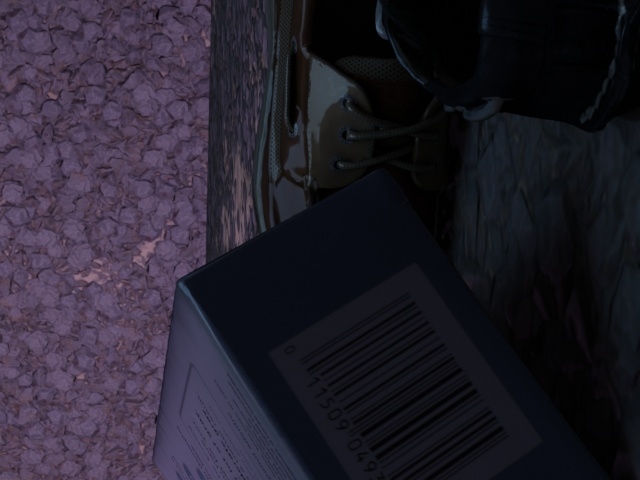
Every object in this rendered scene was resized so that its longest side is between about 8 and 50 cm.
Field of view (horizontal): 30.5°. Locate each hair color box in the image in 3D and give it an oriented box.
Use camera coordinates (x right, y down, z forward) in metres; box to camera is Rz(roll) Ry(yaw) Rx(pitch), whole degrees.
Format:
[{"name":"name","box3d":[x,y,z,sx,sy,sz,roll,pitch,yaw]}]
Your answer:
[{"name":"hair color box","box3d":[0.006,0.132,0.642,0.185,0.113,0.374,56,160,13]}]

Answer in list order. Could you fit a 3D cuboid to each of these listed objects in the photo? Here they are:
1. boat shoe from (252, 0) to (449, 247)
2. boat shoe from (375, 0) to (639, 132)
[{"name":"boat shoe","box3d":[0.023,-0.080,0.728,0.116,0.123,0.324,164,99,-72]},{"name":"boat shoe","box3d":[0.070,-0.116,0.524,0.302,0.091,0.114,-131,42,-75]}]
